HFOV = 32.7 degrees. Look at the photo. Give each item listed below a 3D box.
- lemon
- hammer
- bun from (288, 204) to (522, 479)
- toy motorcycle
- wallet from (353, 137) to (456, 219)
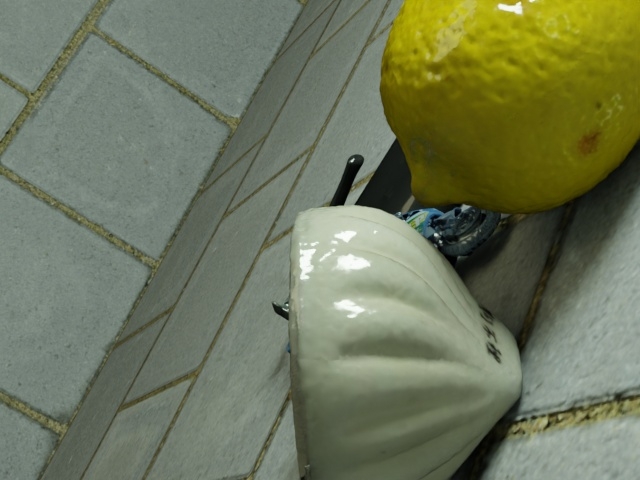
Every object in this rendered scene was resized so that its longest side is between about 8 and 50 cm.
[{"bbox_3d":[0.165,-0.137,0.907,0.253,0.228,0.228,-66,16,-14],"label":"lemon"},{"bbox_3d":[0.000,0.000,1.355,0.103,0.029,0.246,-39,-24,-55],"label":"hammer"},{"bbox_3d":[0.070,0.096,0.861,0.263,0.175,0.263,-4,-90,-87],"label":"bun"},{"bbox_3d":[0.070,0.043,1.086,0.254,0.092,0.135,-43,19,4],"label":"toy motorcycle"},{"bbox_3d":[0.109,-0.062,1.269,0.406,0.062,0.228,-57,14,-6],"label":"wallet"}]
